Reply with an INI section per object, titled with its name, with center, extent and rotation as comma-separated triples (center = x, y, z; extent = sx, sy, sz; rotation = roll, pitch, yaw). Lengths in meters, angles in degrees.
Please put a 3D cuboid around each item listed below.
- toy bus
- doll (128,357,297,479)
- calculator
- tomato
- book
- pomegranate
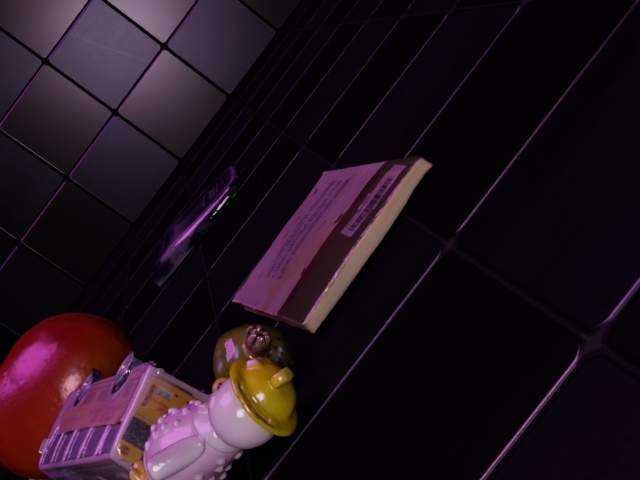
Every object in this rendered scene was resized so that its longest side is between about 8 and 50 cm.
[toy bus]
center = -0.225, 0.216, 1.061
extent = 0.342, 0.097, 0.138
rotation = -27, 37, 57
[doll]
center = -0.087, 0.160, 0.781
extent = 0.207, 0.081, 0.129
rotation = -42, -14, 35
[calculator]
center = -0.228, -0.039, 1.764
extent = 0.268, 0.040, 0.177
rotation = -47, 18, 7
[tomato]
center = -0.384, 0.219, 1.371
extent = 0.260, 0.180, 0.260
rotation = -51, 13, 16
[book]
center = 0.000, 0.000, 0.985
extent = 0.201, 0.026, 0.289
rotation = -55, 15, -9
[pomegranate]
center = -0.055, 0.104, 0.839
extent = 0.084, 0.073, 0.073
rotation = -36, 22, 37
